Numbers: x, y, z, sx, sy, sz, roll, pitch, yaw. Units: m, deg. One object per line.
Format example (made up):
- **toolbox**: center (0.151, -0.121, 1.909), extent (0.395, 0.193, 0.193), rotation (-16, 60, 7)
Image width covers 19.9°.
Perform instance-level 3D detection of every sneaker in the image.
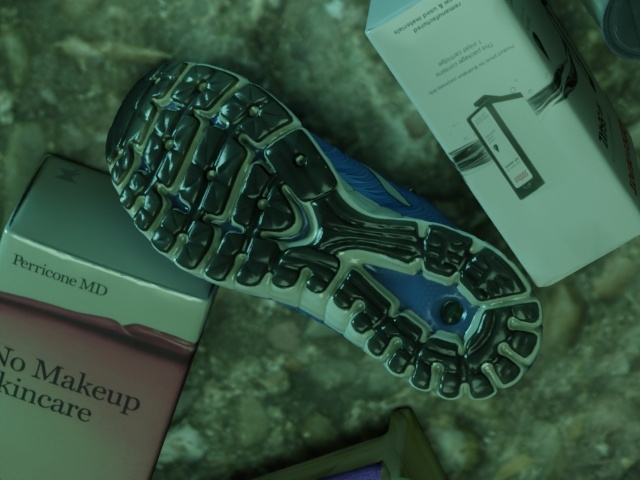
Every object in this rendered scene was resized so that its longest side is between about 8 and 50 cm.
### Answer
- **sneaker**: center (0.000, 0.000, 1.217), extent (0.330, 0.147, 0.130), rotation (35, 91, 11)

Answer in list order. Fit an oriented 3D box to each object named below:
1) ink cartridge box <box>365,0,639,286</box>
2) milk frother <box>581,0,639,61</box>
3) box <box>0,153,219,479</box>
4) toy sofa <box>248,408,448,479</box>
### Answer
- **ink cartridge box**: center (0.119, -0.094, 1.146), extent (0.086, 0.148, 0.203), rotation (-30, 111, 18)
- **milk frother**: center (0.212, -0.197, 1.089), extent (0.129, 0.135, 0.143), rotation (13, 126, -35)
- **box**: center (-0.167, 0.083, 1.283), extent (0.149, 0.127, 0.232), rotation (19, 118, -3)
- **toy sofa**: center (-0.066, 0.275, 1.344), extent (0.362, 0.177, 0.150), rotation (-20, 114, 17)
